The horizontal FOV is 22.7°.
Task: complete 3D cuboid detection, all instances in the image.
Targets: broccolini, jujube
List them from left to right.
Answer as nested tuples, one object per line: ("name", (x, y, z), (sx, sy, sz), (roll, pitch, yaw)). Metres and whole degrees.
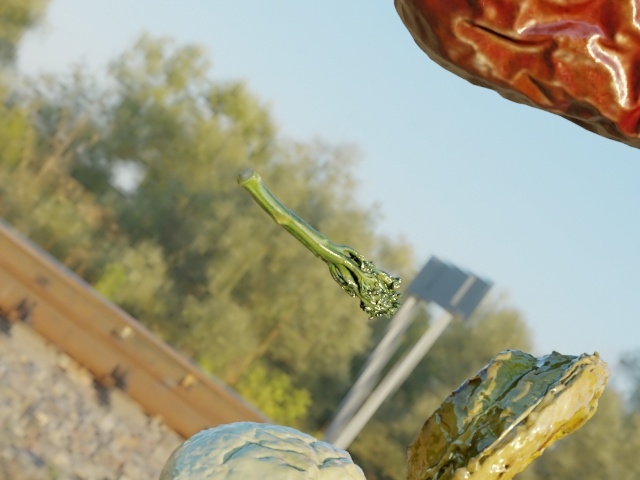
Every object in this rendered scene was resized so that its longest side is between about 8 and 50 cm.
("broccolini", (0.000, 0.000, 1.592), (0.239, 0.054, 0.051), (42, 29, -33))
("jujube", (0.220, -0.172, 1.227), (0.342, 0.216, 0.216), (35, -4, 7))

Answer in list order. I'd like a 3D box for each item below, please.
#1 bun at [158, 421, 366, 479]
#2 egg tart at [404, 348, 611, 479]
("bun", (-0.015, 0.123, 0.698), (0.115, 0.069, 0.115), (35, 28, -22))
("egg tart", (0.079, 0.094, 0.748), (0.052, 0.130, 0.130), (44, -2, 12))
